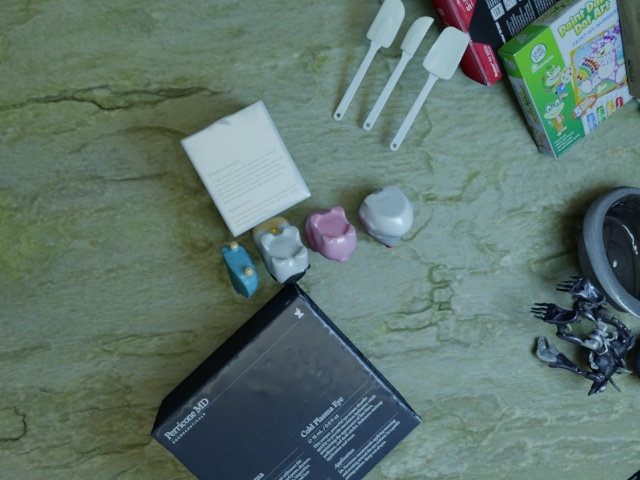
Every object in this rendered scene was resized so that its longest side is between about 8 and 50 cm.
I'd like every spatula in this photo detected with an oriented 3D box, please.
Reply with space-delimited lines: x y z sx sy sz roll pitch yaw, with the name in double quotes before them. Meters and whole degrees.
"spatula" 0.135 -0.289 1.178 0.168 0.019 0.242 30 113 3

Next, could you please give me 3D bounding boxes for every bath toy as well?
"bath toy" 0.000 0.000 1.191 0.348 0.129 0.151 -19 54 -9

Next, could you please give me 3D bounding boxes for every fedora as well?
"fedora" 0.583 0.040 1.247 0.244 0.124 0.275 -14 74 -19

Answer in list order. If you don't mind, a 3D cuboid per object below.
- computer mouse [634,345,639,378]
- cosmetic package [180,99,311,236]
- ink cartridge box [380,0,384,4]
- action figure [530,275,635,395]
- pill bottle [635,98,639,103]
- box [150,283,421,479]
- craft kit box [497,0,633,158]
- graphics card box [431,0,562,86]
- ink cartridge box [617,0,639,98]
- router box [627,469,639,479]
"computer mouse" 0.749 0.223 1.305 0.272 0.072 0.188 -10 99 -18
"cosmetic package" -0.130 -0.124 1.149 0.151 0.151 0.183 -28 98 -5
"ink cartridge box" 0.165 -0.563 1.175 0.237 0.100 0.172 -40 99 -2
"action figure" 0.506 0.181 1.267 0.164 0.141 0.275 -47 125 -10
"pill bottle" 0.671 -0.250 1.282 0.120 0.067 0.067 43 88 -9
"box" -0.062 0.304 1.180 0.343 0.179 0.312 -43 99 -2
"craft kit box" 0.473 -0.320 1.210 0.250 0.061 0.246 -39 121 -3
"graphics card box" 0.375 -0.481 1.169 0.371 0.094 0.232 -39 126 -1
"ink cartridge box" 0.638 -0.386 1.161 0.193 0.088 0.234 -28 122 -5
"router box" 0.815 0.517 1.357 0.309 0.081 0.243 -36 98 -3
